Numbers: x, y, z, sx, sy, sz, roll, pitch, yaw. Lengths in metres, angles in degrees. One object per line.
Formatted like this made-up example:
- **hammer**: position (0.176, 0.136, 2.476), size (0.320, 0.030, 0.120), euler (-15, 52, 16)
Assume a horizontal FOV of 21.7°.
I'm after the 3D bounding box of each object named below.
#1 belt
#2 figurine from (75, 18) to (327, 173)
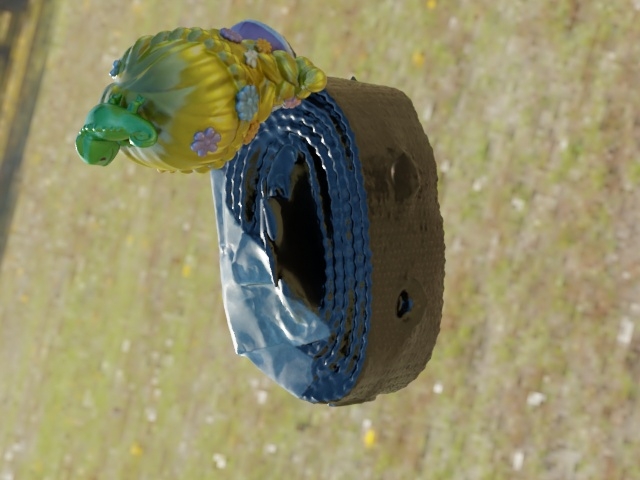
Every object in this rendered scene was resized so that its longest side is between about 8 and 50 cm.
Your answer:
- **belt**: position (0.000, 0.000, 1.448), size (0.184, 0.164, 0.289), euler (-9, 87, 38)
- **figurine**: position (-0.071, -0.086, 1.029), size (0.115, 0.156, 0.094), euler (3, 108, 39)
